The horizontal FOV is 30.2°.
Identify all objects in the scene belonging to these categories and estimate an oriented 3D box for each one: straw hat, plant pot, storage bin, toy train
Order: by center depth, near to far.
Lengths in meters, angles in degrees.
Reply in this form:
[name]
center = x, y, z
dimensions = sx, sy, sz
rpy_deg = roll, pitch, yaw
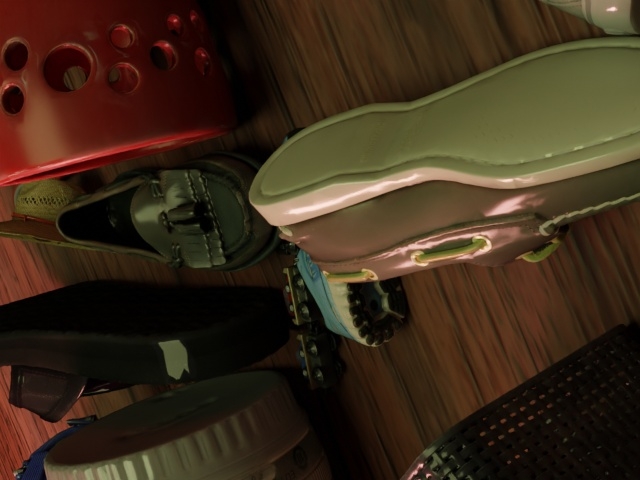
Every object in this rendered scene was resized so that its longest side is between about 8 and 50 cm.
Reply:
[storage bin]
center = 0.124, 0.137, 0.668
dimensions = 0.084, 0.180, 0.122
rpy_deg = 50, 138, 20
[plant pot]
center = -0.173, -0.141, 0.874
dimensions = 0.191, 0.191, 0.174
rpy_deg = -8, 99, 51
[toy train]
center = -0.014, 0.043, 0.906
dimensions = 0.036, 0.027, 0.158
rpy_deg = 4, 110, 52
[straw hat]
center = -0.247, -0.028, 1.090
dimensions = 0.144, 0.144, 0.061
rpy_deg = 5, 86, 48

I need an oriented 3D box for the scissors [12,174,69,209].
[scissors]
center = -0.243, -0.088, 1.114
dimensions = 0.297, 0.021, 0.109
rpy_deg = -26, 88, 52

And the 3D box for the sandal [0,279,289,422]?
[sandal]
center = -0.203, 0.108, 1.045
dimensions = 0.445, 0.167, 0.107
rpy_deg = -1, 106, 49

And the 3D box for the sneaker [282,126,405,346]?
[sneaker]
center = 0.000, 0.000, 0.842
dimensions = 0.073, 0.063, 0.162
rpy_deg = -7, 102, 54

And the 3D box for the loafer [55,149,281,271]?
[loafer]
center = -0.126, -0.014, 0.942
dimensions = 0.267, 0.084, 0.096
rpy_deg = 0, 104, 57

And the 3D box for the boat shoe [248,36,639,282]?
[boat shoe]
center = 0.095, -0.036, 0.686
dimensions = 0.305, 0.109, 0.091
rpy_deg = -10, 128, 40

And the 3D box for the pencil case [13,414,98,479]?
[pencil case]
center = -0.222, 0.296, 1.143
dimensions = 0.133, 0.119, 0.306
rpy_deg = 19, 141, 9

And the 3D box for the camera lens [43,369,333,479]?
[camera lens]
center = -0.079, 0.265, 0.933
dimensions = 0.219, 0.219, 0.274
rpy_deg = -10, 100, 51

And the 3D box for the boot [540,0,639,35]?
[boot]
center = 0.127, -0.230, 0.554
dimensions = 0.123, 0.095, 0.258
rpy_deg = 29, 129, 29
